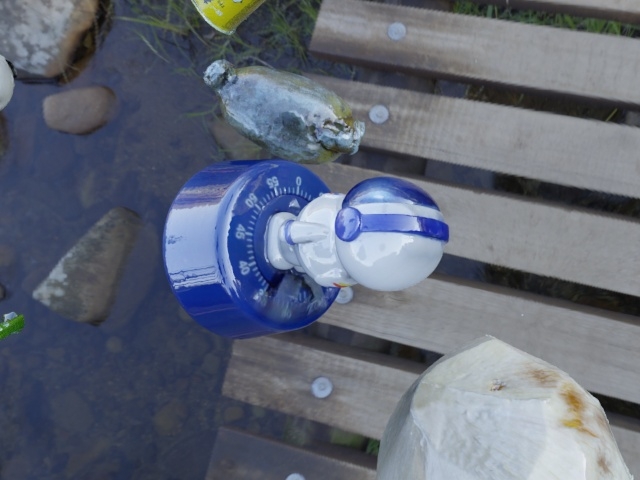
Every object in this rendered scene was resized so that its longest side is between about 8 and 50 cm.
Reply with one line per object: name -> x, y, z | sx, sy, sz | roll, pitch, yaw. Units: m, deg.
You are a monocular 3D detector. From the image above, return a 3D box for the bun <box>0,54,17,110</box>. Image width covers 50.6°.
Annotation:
bun -> -0.668, -0.295, 1.265 | 0.173, 0.173, 0.119 | 3, 65, 17

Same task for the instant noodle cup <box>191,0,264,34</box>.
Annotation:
instant noodle cup -> -0.206, -0.600, 1.588 | 0.144, 0.182, 0.182 | -26, 77, 26

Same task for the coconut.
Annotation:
coconut -> 0.279, 0.341, 1.046 | 0.415, 0.415, 0.344 | 33, 78, 17

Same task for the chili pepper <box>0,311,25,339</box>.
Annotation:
chili pepper -> -0.887, 0.264, 1.747 | 0.099, 0.253, 0.083 | -6, 111, 47

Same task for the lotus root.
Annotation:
lotus root -> -0.081, -0.268, 1.412 | 0.350, 0.175, 0.174 | 25, 92, -3

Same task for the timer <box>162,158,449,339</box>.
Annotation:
timer -> 0.000, 0.000, 0.899 | 0.384, 0.270, 0.270 | -6, 81, 46
